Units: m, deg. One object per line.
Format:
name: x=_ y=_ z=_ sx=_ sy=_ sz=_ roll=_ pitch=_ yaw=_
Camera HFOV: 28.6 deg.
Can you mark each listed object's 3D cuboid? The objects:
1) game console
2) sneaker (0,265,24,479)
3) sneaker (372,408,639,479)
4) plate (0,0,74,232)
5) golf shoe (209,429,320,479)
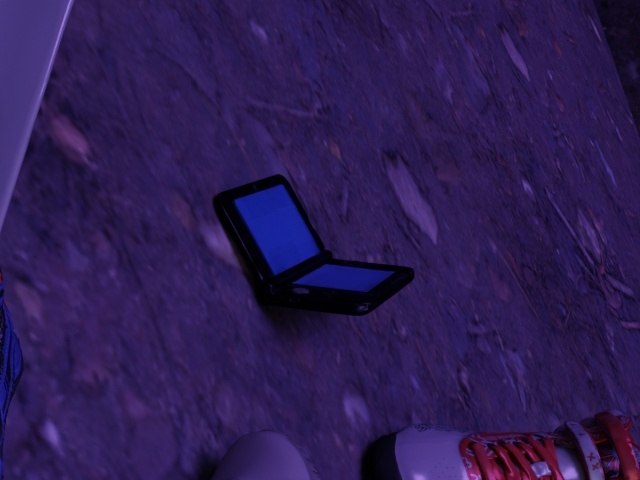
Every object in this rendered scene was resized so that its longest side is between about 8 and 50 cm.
game console: x=0.000 y=0.000 z=0.843 sx=0.122 sy=0.107 sz=0.071 roll=-27 pitch=121 yaw=-68
sneaker: x=-0.155 y=0.021 z=0.475 sx=0.087 sy=0.083 sz=0.221 roll=54 pitch=28 yaw=-56
sneaker: x=0.152 y=0.165 z=0.914 sx=0.270 sy=0.145 sz=0.090 roll=27 pitch=43 yaw=-57
plate: x=-0.193 y=-0.134 z=0.363 sx=0.278 sy=0.045 sz=0.277 roll=24 pitch=77 yaw=-36
golf shoe: x=-0.051 y=0.137 z=0.593 sx=0.086 sy=0.069 sz=0.176 roll=50 pitch=25 yaw=-20
